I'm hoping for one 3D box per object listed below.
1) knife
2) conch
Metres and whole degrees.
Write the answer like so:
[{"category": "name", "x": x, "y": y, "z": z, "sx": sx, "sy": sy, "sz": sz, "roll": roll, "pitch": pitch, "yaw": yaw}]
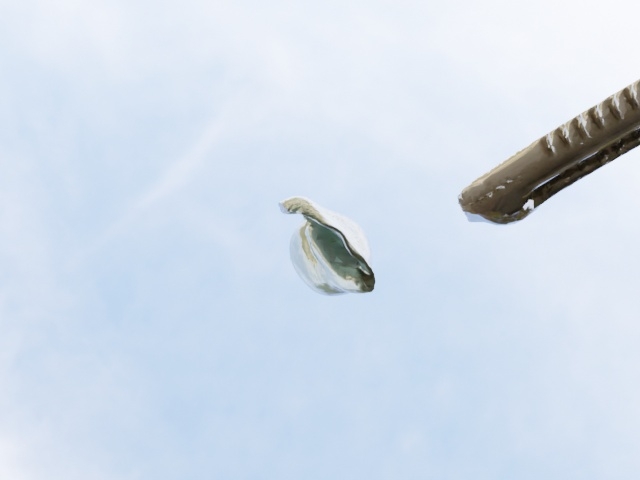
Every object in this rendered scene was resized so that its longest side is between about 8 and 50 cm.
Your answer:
[{"category": "knife", "x": 0.216, "y": -0.088, "z": 0.443, "sx": 0.089, "sy": 0.365, "sz": 0.043, "roll": 16, "pitch": -128, "yaw": -45}, {"category": "conch", "x": 0.007, "y": 0.000, "z": 0.754, "sx": 0.065, "sy": 0.088, "sz": 0.180, "roll": -19, "pitch": -166, "yaw": -10}]
